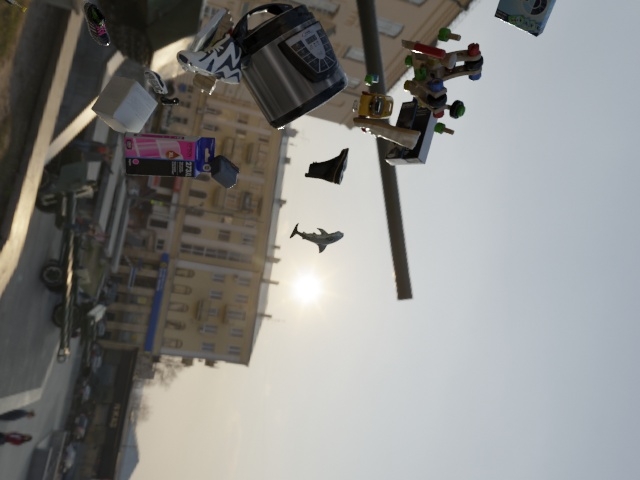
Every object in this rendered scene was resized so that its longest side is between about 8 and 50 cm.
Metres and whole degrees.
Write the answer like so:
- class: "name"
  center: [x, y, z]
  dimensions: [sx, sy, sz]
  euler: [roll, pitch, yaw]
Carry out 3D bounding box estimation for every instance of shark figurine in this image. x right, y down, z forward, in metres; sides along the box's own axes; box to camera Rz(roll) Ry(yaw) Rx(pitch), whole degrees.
- class: "shark figurine"
  center: [-0.025, 0.005, 2.485]
  dimensions: [0.166, 0.278, 0.116]
  euler: [-80, 176, -65]

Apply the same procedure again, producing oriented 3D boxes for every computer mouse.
- class: "computer mouse"
  center: [-0.735, -0.710, 2.283]
  dimensions: [0.042, 0.106, 0.193]
  euler: [-61, 144, -30]

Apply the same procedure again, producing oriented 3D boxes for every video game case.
- class: "video game case"
  center: [-0.408, -0.702, 1.731]
  dimensions: [0.173, 0.022, 0.190]
  euler: [-37, -157, 51]

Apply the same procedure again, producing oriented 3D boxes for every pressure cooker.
- class: "pressure cooker"
  center: [-0.140, -0.684, 1.890]
  dimensions: [0.375, 0.420, 0.370]
  euler: [-29, -164, 11]

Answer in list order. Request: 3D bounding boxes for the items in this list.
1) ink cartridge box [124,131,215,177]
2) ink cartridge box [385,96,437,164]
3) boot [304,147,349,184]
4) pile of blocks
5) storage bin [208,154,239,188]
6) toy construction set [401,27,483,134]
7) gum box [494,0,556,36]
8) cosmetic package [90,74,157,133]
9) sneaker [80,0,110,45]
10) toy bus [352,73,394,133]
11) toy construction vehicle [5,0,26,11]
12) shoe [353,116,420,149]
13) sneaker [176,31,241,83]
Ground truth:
- class: "ink cartridge box"
  center: [-0.639, -0.362, 2.120]
  dimensions: [0.069, 0.370, 0.176]
  euler: [-113, -152, -50]
- class: "ink cartridge box"
  center: [0.381, -0.463, 1.984]
  dimensions: [0.165, 0.065, 0.333]
  euler: [5, -108, 45]
- class: "boot"
  center: [0.030, -0.295, 1.869]
  dimensions: [0.198, 0.137, 0.077]
  euler: [-68, 165, -47]
- class: "pile of blocks"
  center: [-0.398, -0.733, 1.980]
  dimensions: [0.362, 0.112, 0.149]
  euler: [-51, -170, 44]
- class: "storage bin"
  center: [-0.421, -0.299, 2.191]
  dimensions: [0.098, 0.135, 0.091]
  euler: [-25, -130, 24]
- class: "toy construction set"
  center: [0.316, -0.516, 1.481]
  dimensions: [0.237, 0.309, 0.257]
  euler: [31, -89, 32]
- class: "gum box"
  center: [0.616, -0.725, 1.466]
  dimensions: [0.157, 0.041, 0.184]
  euler: [40, -28, 23]
- class: "cosmetic package"
  center: [-0.825, -0.566, 2.089]
  dimensions: [0.184, 0.151, 0.151]
  euler: [-62, 152, -14]
- class: "sneaker"
  center: [-0.860, -0.834, 1.914]
  dimensions: [0.074, 0.063, 0.170]
  euler: [27, -37, 36]
- class: "toy bus"
  center: [0.215, -0.513, 1.890]
  dimensions: [0.191, 0.104, 0.202]
  euler: [67, 41, -58]
- class: "toy construction vehicle"
  center: [-0.888, -0.729, 1.444]
  dimensions: [0.086, 0.035, 0.098]
  euler: [-56, 156, 5]
- class: "shoe"
  center: [0.198, -0.337, 1.538]
  dimensions: [0.076, 0.219, 0.058]
  euler: [-29, 135, -62]
- class: "sneaker"
  center: [-0.354, -0.620, 1.625]
  dimensions: [0.094, 0.235, 0.153]
  euler: [18, -82, 51]
